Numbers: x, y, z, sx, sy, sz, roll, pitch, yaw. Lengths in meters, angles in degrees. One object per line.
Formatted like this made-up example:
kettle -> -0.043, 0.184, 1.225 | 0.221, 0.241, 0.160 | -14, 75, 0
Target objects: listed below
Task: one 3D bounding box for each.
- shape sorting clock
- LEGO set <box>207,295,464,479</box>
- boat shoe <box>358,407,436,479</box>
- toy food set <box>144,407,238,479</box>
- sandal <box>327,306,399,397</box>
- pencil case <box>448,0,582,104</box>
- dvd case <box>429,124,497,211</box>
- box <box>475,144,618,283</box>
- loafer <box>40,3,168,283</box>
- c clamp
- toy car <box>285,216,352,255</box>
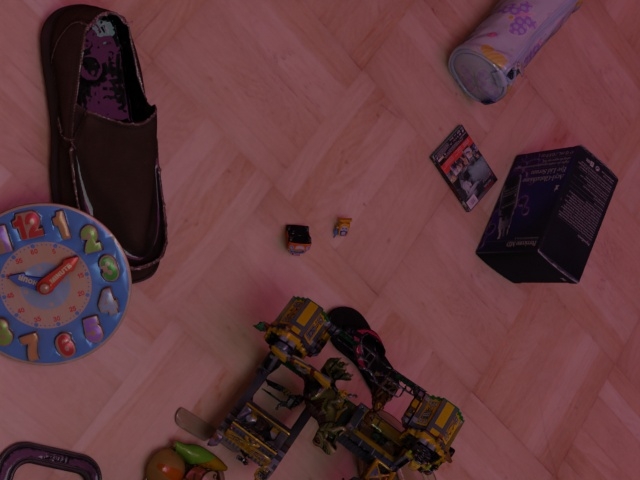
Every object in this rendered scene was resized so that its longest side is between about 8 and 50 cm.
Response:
shape sorting clock -> -0.335, 0.055, 1.193 | 0.206, 0.040, 0.206 | -1, 99, -8
LEGO set -> 0.004, 0.254, 1.283 | 0.331, 0.255, 0.192 | 40, 57, -4
boat shoe -> 0.112, 0.419, 1.456 | 0.110, 0.121, 0.341 | -24, 102, -32
toy food set -> -0.183, 0.337, 1.318 | 0.132, 0.038, 0.192 | 36, 70, -26
sandal -> 0.074, 0.170, 1.490 | 0.067, 0.040, 0.179 | -45, 111, -26
pencil case -> 0.329, -0.351, 1.630 | 0.113, 0.124, 0.273 | 51, 63, -20
dvd case -> 0.239, -0.120, 1.627 | 0.087, 0.013, 0.119 | -47, 111, -25
box -> 0.377, -0.039, 1.629 | 0.108, 0.153, 0.207 | 35, 69, -26
loafer -> -0.269, -0.123, 1.229 | 0.133, 0.130, 0.366 | -16, 97, -32
c clamp -> -0.355, 0.324, 1.222 | 0.160, 0.022, 0.137 | 14, 75, -30
toy car -> 0.000, 0.000, 1.445 | 0.122, 0.060, 0.041 | -5, 122, -26
